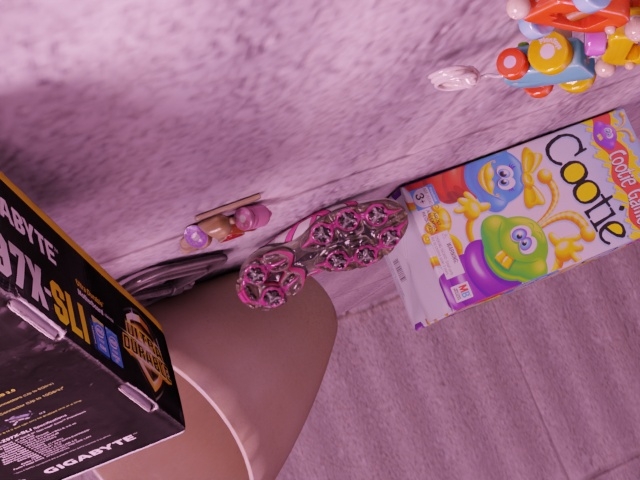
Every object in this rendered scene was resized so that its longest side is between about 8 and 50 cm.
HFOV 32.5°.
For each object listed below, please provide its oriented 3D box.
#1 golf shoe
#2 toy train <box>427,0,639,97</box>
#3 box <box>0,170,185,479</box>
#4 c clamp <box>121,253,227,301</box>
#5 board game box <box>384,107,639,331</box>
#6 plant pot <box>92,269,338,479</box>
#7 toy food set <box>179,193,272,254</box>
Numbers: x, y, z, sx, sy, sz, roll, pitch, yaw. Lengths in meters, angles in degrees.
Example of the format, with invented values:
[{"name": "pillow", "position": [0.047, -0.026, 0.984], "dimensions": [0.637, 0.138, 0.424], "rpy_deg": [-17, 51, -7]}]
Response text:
[{"name": "golf shoe", "position": [0.000, 0.000, 1.099], "dimensions": [0.186, 0.067, 0.086], "rpy_deg": [-24, -161, 13]}, {"name": "toy train", "position": [0.133, -0.123, 0.619], "dimensions": [0.125, 0.046, 0.166], "rpy_deg": [4, 172, -20]}, {"name": "box", "position": [-0.259, 0.088, 0.542], "dimensions": [0.322, 0.079, 0.257], "rpy_deg": [-23, 151, 4]}, {"name": "c clamp", "position": [-0.161, 0.047, 1.080], "dimensions": [0.137, 0.022, 0.161], "rpy_deg": [-25, 173, 25]}, {"name": "board game box", "position": [0.217, -0.022, 1.210], "dimensions": [0.275, 0.144, 0.142], "rpy_deg": [-21, 172, -16]}, {"name": "plant pot", "position": [-0.104, 0.146, 1.222], "dimensions": [0.256, 0.256, 0.274], "rpy_deg": [-28, -170, 43]}, {"name": "toy food set", "position": [-0.078, -0.008, 0.921], "dimensions": [0.078, 0.019, 0.122], "rpy_deg": [-20, 173, -11]}]
